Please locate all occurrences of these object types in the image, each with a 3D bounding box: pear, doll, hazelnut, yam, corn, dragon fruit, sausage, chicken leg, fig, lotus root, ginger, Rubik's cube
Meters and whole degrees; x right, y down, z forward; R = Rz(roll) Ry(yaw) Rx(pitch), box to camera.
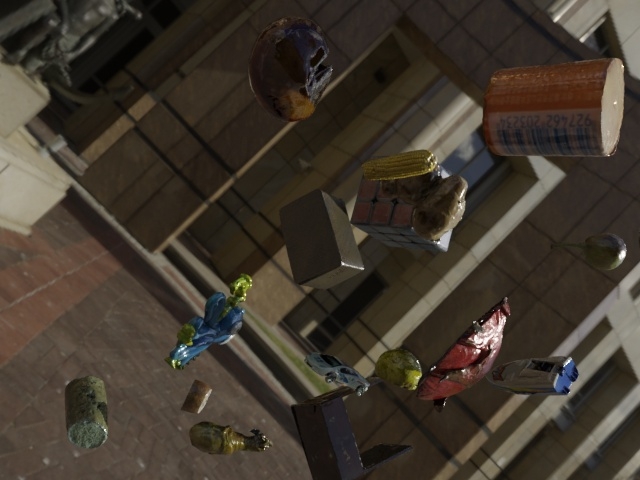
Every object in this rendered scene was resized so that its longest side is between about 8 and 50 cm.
[{"bbox_3d":[0.234,0.370,1.669,0.141,0.104,0.141,24,-1,1],"label":"pear"},{"bbox_3d":[-0.314,0.264,1.653,0.098,0.346,0.341,39,31,9],"label":"doll"},{"bbox_3d":[-0.085,-0.419,1.402,0.217,0.217,0.252,42,-44,45],"label":"hazelnut"},{"bbox_3d":[-0.626,0.460,1.527,0.107,0.107,0.194,49,1,-36],"label":"yam"},{"bbox_3d":[0.209,-0.199,1.522,0.067,0.206,0.068,-7,90,-67],"label":"corn"},{"bbox_3d":[0.347,0.320,1.425,0.100,0.282,0.344,47,-40,26],"label":"dragon fruit"},{"bbox_3d":[0.577,-0.319,1.409,0.287,0.233,0.233,6,-32,41],"label":"sausage"},{"bbox_3d":[-0.250,0.548,1.569,0.227,0.103,0.088,12,46,-17],"label":"chicken leg"},{"bbox_3d":[0.969,0.027,2.070,0.245,0.149,0.149,9,-7,3],"label":"fig"},{"bbox_3d":[-0.477,0.601,2.179,0.081,0.122,0.112,27,12,3],"label":"lotus root"},{"bbox_3d":[0.348,-0.161,1.925,0.304,0.245,0.155,47,30,14],"label":"ginger"},{"bbox_3d":[0.347,-0.146,2.271,0.305,0.304,0.301,8,-14,44],"label":"Rubik's cube"}]

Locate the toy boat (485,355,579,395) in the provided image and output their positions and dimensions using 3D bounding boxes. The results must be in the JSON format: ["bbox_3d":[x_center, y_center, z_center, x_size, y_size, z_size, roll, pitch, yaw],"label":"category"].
[{"bbox_3d":[0.613,0.407,1.725,0.088,0.129,0.295,56,-33,-9],"label":"toy boat"}]

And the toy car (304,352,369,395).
[{"bbox_3d":[0.044,0.332,1.448,0.205,0.056,0.095,33,0,-38],"label":"toy car"}]

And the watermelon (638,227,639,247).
[{"bbox_3d":[0.879,-0.009,1.333,0.242,0.242,0.242,45,-4,4],"label":"watermelon"}]

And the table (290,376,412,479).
[{"bbox_3d":[0.099,0.595,1.820,0.196,0.281,0.251,-31,-105,56],"label":"table"}]

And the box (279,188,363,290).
[{"bbox_3d":[-0.001,0.000,1.822,0.143,0.184,0.274,19,50,-55],"label":"box"}]
